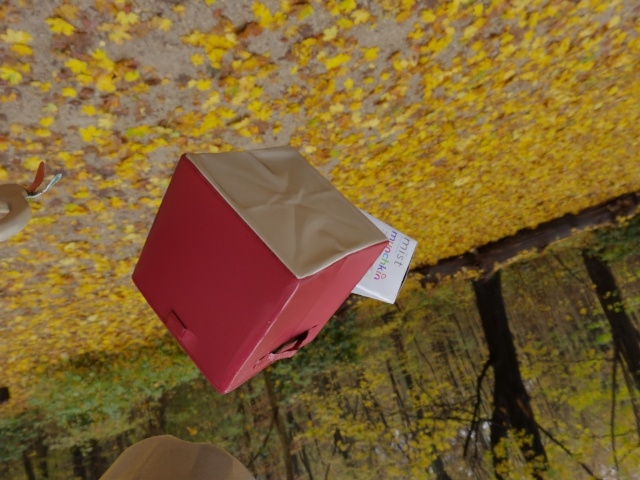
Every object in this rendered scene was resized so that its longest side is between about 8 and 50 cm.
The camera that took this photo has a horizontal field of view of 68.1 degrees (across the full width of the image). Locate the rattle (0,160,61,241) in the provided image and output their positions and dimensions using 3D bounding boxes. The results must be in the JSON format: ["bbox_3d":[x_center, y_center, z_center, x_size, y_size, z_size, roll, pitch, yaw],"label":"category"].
[{"bbox_3d":[-0.484,-0.019,0.740,0.130,0.143,0.200,-3,-150,14],"label":"rattle"}]

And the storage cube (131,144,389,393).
[{"bbox_3d":[-0.075,0.021,0.560,0.183,0.215,0.193,-19,150,-52],"label":"storage cube"}]

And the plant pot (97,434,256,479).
[{"bbox_3d":[-0.201,0.401,0.510,0.333,0.334,0.305,-22,-164,14],"label":"plant pot"}]

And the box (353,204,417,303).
[{"bbox_3d":[0.000,0.000,0.869,0.231,0.127,0.262,28,170,-25],"label":"box"}]
